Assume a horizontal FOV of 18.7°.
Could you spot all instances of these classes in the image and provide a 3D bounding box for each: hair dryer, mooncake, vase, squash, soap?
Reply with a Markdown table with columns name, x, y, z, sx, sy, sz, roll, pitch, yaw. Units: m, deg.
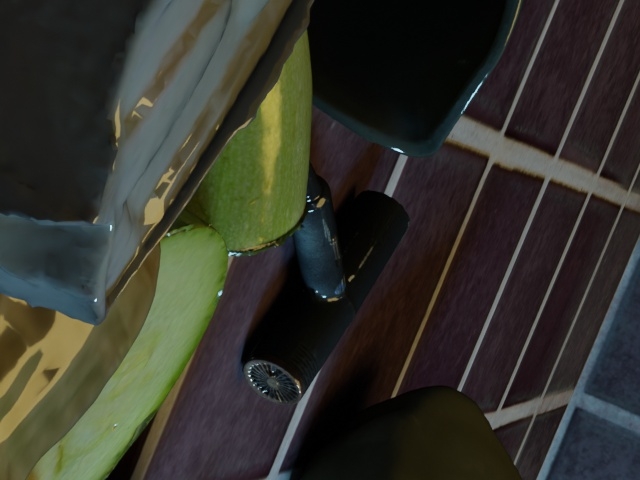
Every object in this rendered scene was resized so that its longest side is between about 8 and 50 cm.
| name | x | y | z | sx | sy | sz | roll | pitch | yaw |
| --- | --- | --- | --- | --- | --- | --- | --- | --- | --- |
| hair dryer | 0.006 | -0.013 | 1.276 | 0.195 | 0.050 | 0.173 | 91 | 24 | -47 |
| mooncake | 0.084 | 0.259 | 1.585 | 0.275 | 0.135 | 0.275 | 37 | 42 | -43 |
| vase | 0.066 | -0.223 | 1.017 | 0.301 | 0.156 | 0.251 | -58 | 138 | -48 |
| squash | -0.051 | -0.102 | 0.905 | 0.094 | 0.094 | 0.224 | -51 | 151 | -45 |
| squash | -0.121 | 0.074 | 0.872 | 0.219 | 0.041 | 0.219 | -43 | 160 | -20 |
| soap | -0.089 | -0.146 | 0.563 | 0.258 | 0.159 | 0.302 | -57 | 161 | -23 |

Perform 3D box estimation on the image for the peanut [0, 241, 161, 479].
| name | x | y | z | sx | sy | sz | roll | pitch | yaw |
| --- | --- | --- | --- | --- | --- | --- | --- | --- | --- |
| peanut | -0.144 | 0.042 | 0.692 | 0.120 | 0.136 | 0.298 | 75 | 35 | -49 |
